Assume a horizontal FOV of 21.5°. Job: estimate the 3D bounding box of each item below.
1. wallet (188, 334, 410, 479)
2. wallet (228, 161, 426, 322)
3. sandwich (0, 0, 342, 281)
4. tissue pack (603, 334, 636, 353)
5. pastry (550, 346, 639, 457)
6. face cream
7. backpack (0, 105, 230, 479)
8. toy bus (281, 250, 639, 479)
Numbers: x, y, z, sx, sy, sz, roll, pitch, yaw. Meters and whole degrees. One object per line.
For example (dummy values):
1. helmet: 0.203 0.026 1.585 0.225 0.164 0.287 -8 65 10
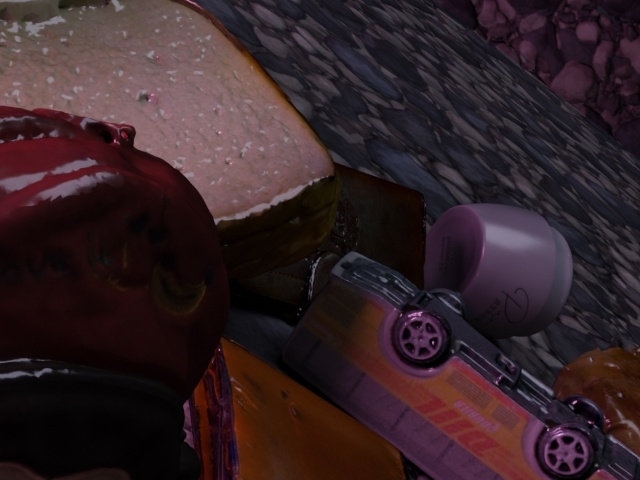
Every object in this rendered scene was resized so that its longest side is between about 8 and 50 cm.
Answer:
1. wallet: -0.007 0.142 0.980 0.161 0.042 0.195 37 15 -22
2. wallet: 0.000 0.000 1.261 0.255 0.031 0.137 16 64 -49
3. sandwich: -0.130 -0.068 1.093 0.226 0.087 0.251 -19 54 -35
4. tissue pack: 0.320 0.135 1.659 0.083 0.035 0.063 37 17 -8
5. pastry: 0.278 0.172 1.369 0.218 0.100 0.229 37 21 1
6. face cream: 0.152 0.025 1.463 0.104 0.117 0.117 16 27 -32
7. backpack: -0.133 0.044 0.667 0.229 0.229 0.139 16 25 -52
8. toy bus: 0.102 0.117 1.146 0.268 0.106 0.092 37 17 4
